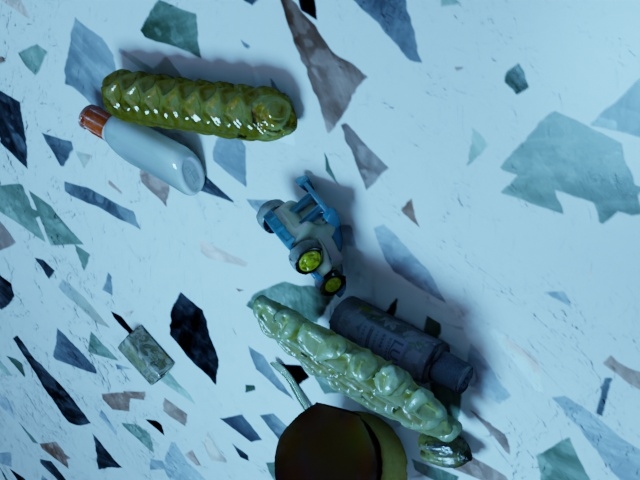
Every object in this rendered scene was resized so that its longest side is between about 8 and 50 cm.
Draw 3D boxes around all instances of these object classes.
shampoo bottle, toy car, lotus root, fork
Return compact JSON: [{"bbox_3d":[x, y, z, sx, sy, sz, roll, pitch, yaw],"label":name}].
[{"bbox_3d":[0.112,0.146,1.953,0.214,0.072,0.072,26,140,30],"label":"shampoo bottle"},{"bbox_3d":[0.000,0.000,1.940,0.161,0.098,0.126,42,-172,-44],"label":"toy car"},{"bbox_3d":[0.182,0.301,2.041,0.099,0.049,0.054,7,119,47],"label":"lotus root"},{"bbox_3d":[-0.271,-0.143,2.115,0.221,0.051,0.108,29,161,27],"label":"shampoo bottle"},{"bbox_3d":[-0.016,0.282,2.271,0.219,0.028,0.034,55,150,-9],"label":"fork"}]

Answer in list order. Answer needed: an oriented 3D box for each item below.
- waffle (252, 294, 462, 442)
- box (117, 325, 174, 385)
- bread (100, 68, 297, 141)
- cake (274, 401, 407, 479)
[{"bbox_3d":[0.051,0.184,1.972,0.309,0.056,0.292,24,166,33],"label":"waffle"},{"bbox_3d":[-0.311,0.206,2.521,0.098,0.045,0.062,50,147,2],"label":"box"},{"bbox_3d":[-0.175,-0.186,1.953,0.368,0.084,0.077,11,89,42],"label":"bread"},{"bbox_3d":[0.050,0.347,2.158,0.185,0.178,0.207,47,111,29],"label":"cake"}]
